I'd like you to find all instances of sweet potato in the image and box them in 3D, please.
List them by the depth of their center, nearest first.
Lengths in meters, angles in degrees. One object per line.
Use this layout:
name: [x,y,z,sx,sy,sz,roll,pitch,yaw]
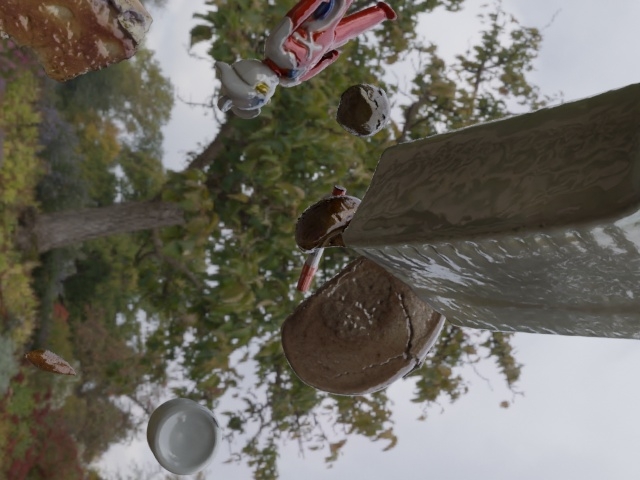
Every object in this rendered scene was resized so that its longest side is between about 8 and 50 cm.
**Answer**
sweet potato: [0.068,-0.188,0.973,0.273,0.075,0.075,-55,150,-77]
sweet potato: [-0.466,0.211,1.152,0.034,0.095,0.034,-35,-144,31]

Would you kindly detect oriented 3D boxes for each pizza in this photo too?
pizza: [-0.337,-0.270,0.720,0.161,0.305,0.086,122,-28,-45]

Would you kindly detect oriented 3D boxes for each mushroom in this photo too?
mushroom: [0.017,-0.018,1.027,0.127,0.127,0.087,-44,-114,54]

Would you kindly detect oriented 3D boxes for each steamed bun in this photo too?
steamed bun: [0.095,0.137,1.108,0.199,0.301,0.251,49,-3,12]

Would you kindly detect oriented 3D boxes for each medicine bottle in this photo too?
medicine bottle: [-0.294,0.404,1.406,0.252,0.144,0.145,159,-72,-70]

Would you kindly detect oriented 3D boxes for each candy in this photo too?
candy: [0.211,-0.013,0.636,0.358,0.208,0.145,-7,-128,53]

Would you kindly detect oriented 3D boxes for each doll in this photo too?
doll: [-0.025,-0.341,1.143,0.099,0.384,0.188,49,-10,22]

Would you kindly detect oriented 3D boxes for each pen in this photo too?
pen: [0.000,0.000,1.305,0.028,0.028,0.239,53,-49,48]
